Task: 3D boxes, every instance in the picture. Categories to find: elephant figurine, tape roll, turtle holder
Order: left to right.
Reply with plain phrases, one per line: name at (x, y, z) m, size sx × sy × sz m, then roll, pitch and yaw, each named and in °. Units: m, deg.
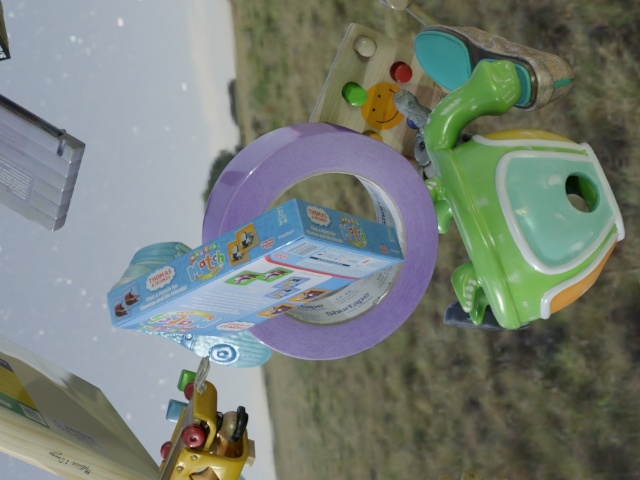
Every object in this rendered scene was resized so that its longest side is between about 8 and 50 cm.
tape roll at (0.000, 0.000, 1.211) m, size 0.090 × 0.274 × 0.275 m, roll -141°, pitch 43°, yaw -67°
elephant figurine at (0.241, -0.147, 1.821) m, size 0.169 × 0.239 × 0.186 m, roll 10°, pitch -81°, yaw -59°
turtle holder at (0.259, -0.052, 1.344) m, size 0.243 × 0.227 × 0.320 m, roll 55°, pitch -164°, yaw -54°

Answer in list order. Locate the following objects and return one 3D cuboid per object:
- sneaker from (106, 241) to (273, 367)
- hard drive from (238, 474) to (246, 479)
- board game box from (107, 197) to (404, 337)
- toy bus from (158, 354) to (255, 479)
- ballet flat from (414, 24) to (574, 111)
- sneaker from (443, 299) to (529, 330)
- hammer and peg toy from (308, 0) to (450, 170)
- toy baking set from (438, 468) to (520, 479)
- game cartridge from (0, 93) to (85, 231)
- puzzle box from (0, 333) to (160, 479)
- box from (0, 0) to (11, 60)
sneaker at (-0.224, 0.103, 1.892) m, size 0.127 × 0.319 × 0.208 m, roll -57°, pitch 14°, yaw 33°
hard drive at (-0.094, 0.453, 1.594) m, size 0.203 × 0.040 × 0.307 m, roll 47°, pitch 164°, yaw 14°
board game box at (-0.056, 0.032, 0.888) m, size 0.160 × 0.211 × 0.039 m, roll 14°, pitch -125°, yaw -56°
toy bus at (-0.134, 0.257, 1.246) m, size 0.202 × 0.104 × 0.191 m, roll 143°, pitch 141°, yaw -66°
ballet flat at (0.264, -0.263, 1.528) m, size 0.316 × 0.106 × 0.108 m, roll 41°, pitch 141°, yaw 52°
sneaker at (0.312, 0.101, 1.882) m, size 0.319 × 0.112 × 0.131 m, roll 5°, pitch -91°, yaw -65°
hammer and peg toy at (0.152, -0.314, 1.985) m, size 0.361 × 0.265 × 0.127 m, roll -66°, pitch 17°, yaw 10°
toy baking set at (0.276, 0.508, 1.781) m, size 0.256 × 0.196 × 0.030 m, roll -51°, pitch -27°, yaw -44°
game cartridge at (-0.680, -0.193, 2.166) m, size 0.068 × 0.355 × 0.230 m, roll -46°, pitch -17°, yaw -53°
puzzle box at (-0.391, 0.209, 1.329) m, size 0.272 × 0.052 × 0.409 m, roll 38°, pitch 178°, yaw 46°
box at (-0.668, -0.477, 1.966) m, size 0.220 × 0.051 × 0.175 m, roll 90°, pitch 165°, yaw -69°
